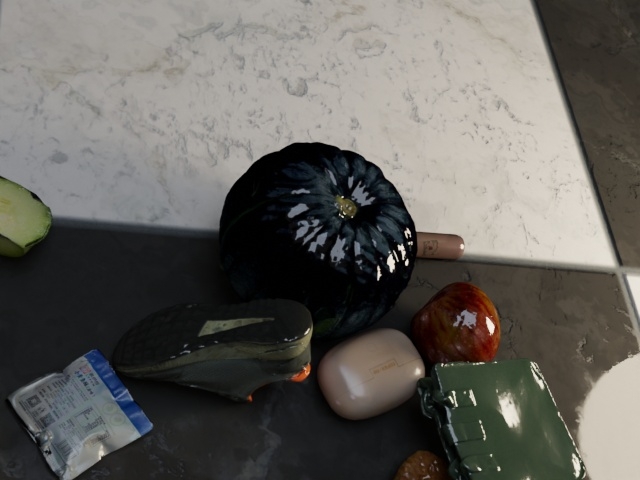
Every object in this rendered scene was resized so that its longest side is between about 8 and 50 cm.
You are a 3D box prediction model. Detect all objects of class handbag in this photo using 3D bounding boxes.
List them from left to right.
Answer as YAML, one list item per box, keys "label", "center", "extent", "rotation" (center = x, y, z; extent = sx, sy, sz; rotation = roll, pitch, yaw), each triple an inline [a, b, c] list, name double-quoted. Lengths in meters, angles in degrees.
- label: "handbag"
  center: [0.310, 0.332, 1.655]
  extent: [0.260, 0.079, 0.247]
  rotation: [2, 55, -32]

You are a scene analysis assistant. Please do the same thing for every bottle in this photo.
- label: "bottle"
  center: [0.217, 0.009, 1.920]
  extent: [0.140, 0.053, 0.053]
  rotation: [4, 57, -20]

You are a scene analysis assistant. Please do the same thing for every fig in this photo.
- label: "fig"
  center: [0.269, 0.188, 1.765]
  extent: [0.175, 0.175, 0.207]
  rotation: [-33, 94, -36]

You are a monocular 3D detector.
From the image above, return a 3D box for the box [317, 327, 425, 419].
- label: "box"
  center: [0.090, 0.234, 1.692]
  extent: [0.200, 0.088, 0.146]
  rotation: [-20, 70, -31]

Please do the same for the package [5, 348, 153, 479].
- label: "package"
  center: [-0.378, 0.272, 1.510]
  extent: [0.173, 0.027, 0.171]
  rotation: [-28, 68, -35]

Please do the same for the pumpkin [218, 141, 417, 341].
- label: "pumpkin"
  center: [0.000, 0.000, 1.702]
  extent: [0.363, 0.266, 0.363]
  rotation: [14, 49, -17]

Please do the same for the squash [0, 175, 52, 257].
- label: "squash"
  center: [-0.555, -0.034, 1.624]
  extent: [0.192, 0.085, 0.184]
  rotation: [29, 23, -5]

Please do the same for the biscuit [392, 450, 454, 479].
- label: "biscuit"
  center: [0.240, 0.454, 1.632]
  extent: [0.277, 0.052, 0.262]
  rotation: [24, 49, -8]

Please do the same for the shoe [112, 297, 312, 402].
- label: "shoe"
  center: [-0.166, 0.200, 1.589]
  extent: [0.337, 0.171, 0.132]
  rotation: [-8, 40, 8]
